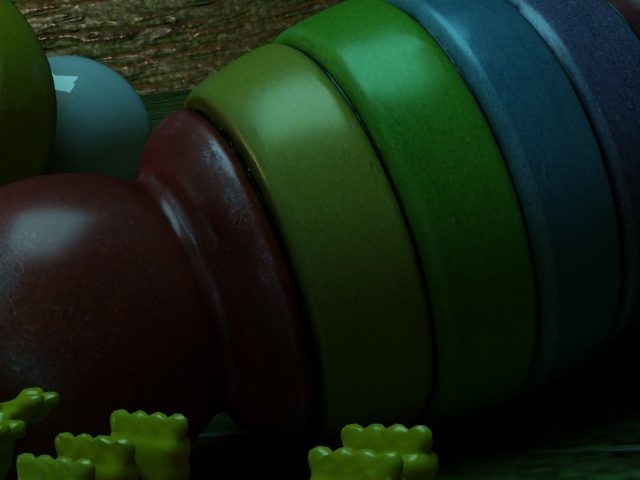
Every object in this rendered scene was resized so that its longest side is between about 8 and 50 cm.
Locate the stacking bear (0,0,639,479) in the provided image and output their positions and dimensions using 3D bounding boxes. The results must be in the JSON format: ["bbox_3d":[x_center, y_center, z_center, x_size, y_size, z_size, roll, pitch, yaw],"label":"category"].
[{"bbox_3d":[0.000,0.000,0.554,0.289,0.175,0.164,-21,6,-17],"label":"stacking bear"}]

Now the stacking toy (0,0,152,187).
[{"bbox_3d":[-0.303,-0.085,1.066,0.351,0.350,0.480,0,-6,38],"label":"stacking toy"}]

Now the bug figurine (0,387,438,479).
[{"bbox_3d":[-0.102,0.091,0.317,0.279,0.072,0.216,0,13,37],"label":"bug figurine"}]
